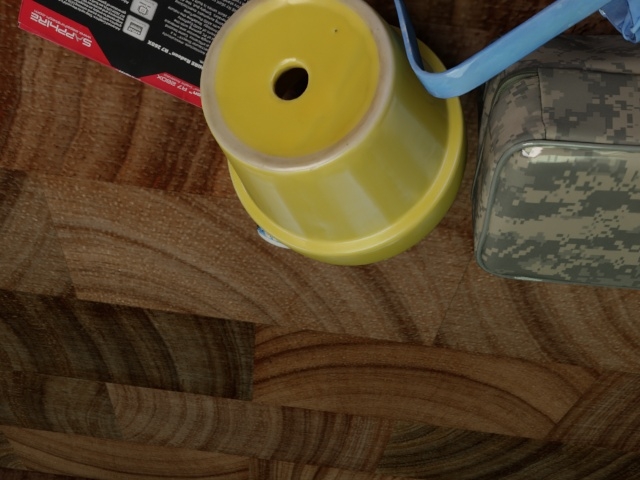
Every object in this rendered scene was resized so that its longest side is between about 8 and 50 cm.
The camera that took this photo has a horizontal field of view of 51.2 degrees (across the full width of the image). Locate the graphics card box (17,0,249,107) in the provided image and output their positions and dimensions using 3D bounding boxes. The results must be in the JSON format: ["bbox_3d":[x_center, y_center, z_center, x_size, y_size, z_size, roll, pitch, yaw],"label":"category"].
[{"bbox_3d":[-0.125,-0.307,0.616,0.232,0.094,0.371,22,139,-17],"label":"graphics card box"}]

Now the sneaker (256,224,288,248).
[{"bbox_3d":[0.000,0.000,0.992,0.190,0.071,0.083,7,146,0],"label":"sneaker"}]

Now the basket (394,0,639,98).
[{"bbox_3d":[0.180,-0.254,0.511,0.288,0.255,0.201,-24,139,18],"label":"basket"}]

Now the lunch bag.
[{"bbox_3d":[0.306,-0.103,0.674,0.305,0.256,0.213,3,142,6],"label":"lunch bag"}]

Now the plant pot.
[{"bbox_3d":[0.007,-0.114,0.641,0.253,0.254,0.239,-6,170,15],"label":"plant pot"}]
